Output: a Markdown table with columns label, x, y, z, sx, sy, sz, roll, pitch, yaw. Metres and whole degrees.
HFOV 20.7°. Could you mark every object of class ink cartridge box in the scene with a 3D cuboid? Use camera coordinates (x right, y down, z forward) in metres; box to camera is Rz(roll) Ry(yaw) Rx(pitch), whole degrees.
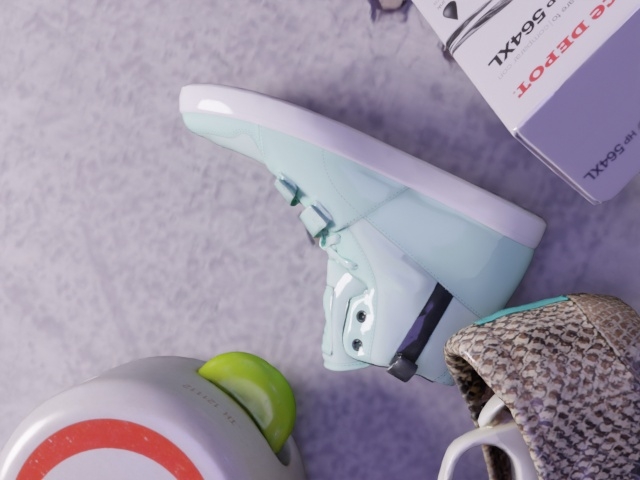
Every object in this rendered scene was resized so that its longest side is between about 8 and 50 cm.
| label | x | y | z | sx | sy | sz | roll | pitch | yaw |
| --- | --- | --- | --- | --- | --- | --- | --- | --- | --- |
| ink cartridge box | 0.154 | -0.139 | 1.036 | 0.086 | 0.203 | 0.148 | 36 | 105 | -32 |

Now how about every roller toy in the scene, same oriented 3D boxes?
| label | x | y | z | sx | sy | sz | roll | pitch | yaw |
| --- | --- | --- | --- | --- | --- | --- | --- | --- | --- |
| roller toy | -0.115 | 0.181 | 1.160 | 0.191 | 0.146 | 0.209 | 0 | 95 | 15 |

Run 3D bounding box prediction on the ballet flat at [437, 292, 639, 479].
| label | x | y | z | sx | sy | sz | roll | pitch | yaw |
| --- | --- | --- | --- | --- | --- | --- | --- | --- | --- |
| ballet flat | 0.139 | 0.277 | 1.086 | 0.182 | 0.164 | 0.482 | -5 | 90 | -15 |

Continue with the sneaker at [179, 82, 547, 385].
| label | x | y | z | sx | sy | sz | roll | pitch | yaw |
| --- | --- | --- | --- | --- | --- | --- | --- | --- | --- |
| sneaker | 0.000 | 0.000 | 1.139 | 0.256 | 0.094 | 0.151 | 26 | 94 | 9 |
